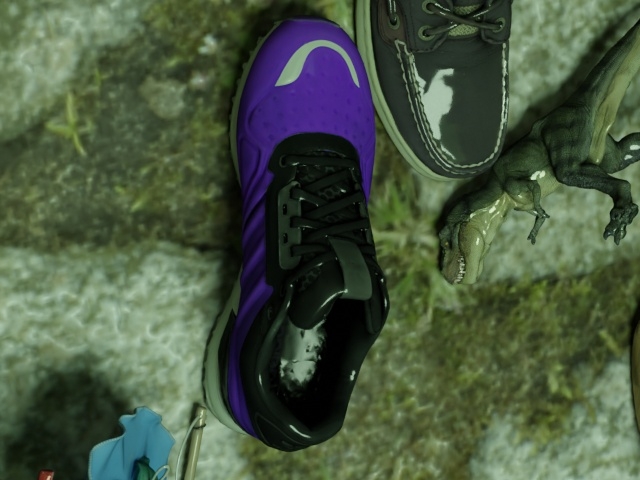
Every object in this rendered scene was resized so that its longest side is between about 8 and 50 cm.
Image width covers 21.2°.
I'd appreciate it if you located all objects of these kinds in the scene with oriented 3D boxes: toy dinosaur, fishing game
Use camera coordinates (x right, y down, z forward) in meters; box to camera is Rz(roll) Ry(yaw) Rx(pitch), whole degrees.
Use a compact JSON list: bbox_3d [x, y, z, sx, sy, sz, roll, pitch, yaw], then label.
[{"bbox_3d":[0.195,-0.063,1.209,0.268,0.118,0.064,-48,149,-9],"label":"toy dinosaur"},{"bbox_3d":[-0.122,0.199,1.064,0.041,0.264,0.189,12,92,15],"label":"fishing game"}]

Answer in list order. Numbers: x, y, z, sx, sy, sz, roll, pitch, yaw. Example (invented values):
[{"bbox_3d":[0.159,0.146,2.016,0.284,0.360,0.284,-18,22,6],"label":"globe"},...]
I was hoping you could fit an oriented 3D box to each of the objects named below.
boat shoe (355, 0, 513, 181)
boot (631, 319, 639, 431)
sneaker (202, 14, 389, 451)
[{"bbox_3d":[0.083,-0.177,1.159,0.103,0.092,0.285,-10,101,-19],"label":"boat shoe"},{"bbox_3d":[0.350,0.044,1.286,0.211,0.104,0.295,1,93,-21],"label":"boot"},{"bbox_3d":[0.001,0.000,1.124,0.102,0.146,0.293,3,97,-21],"label":"sneaker"}]
